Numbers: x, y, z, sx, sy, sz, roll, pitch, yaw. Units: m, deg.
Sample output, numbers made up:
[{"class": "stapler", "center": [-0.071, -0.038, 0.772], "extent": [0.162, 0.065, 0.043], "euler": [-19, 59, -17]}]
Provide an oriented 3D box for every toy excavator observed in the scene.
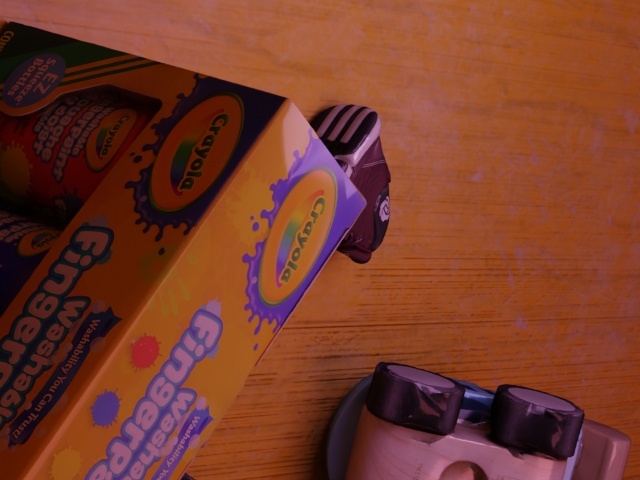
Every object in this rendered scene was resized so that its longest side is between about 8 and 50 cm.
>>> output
[{"class": "toy excavator", "center": [0.209, 0.258, 2.342], "extent": [0.433, 0.445, 0.222], "euler": [13, 97, -8]}]

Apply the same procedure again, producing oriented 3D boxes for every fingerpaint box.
[{"class": "fingerpaint box", "center": [-0.239, 0.054, 1.627], "extent": [0.445, 0.371, 0.163], "euler": [-56, 137, -17]}]

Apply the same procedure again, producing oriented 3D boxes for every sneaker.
[{"class": "sneaker", "center": [0.000, 0.000, 2.080], "extent": [0.281, 0.106, 0.162], "euler": [-52, 139, -22]}]

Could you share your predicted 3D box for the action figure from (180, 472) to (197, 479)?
[{"class": "action figure", "center": [-0.211, 0.324, 1.924], "extent": [0.275, 0.164, 0.141], "euler": [-18, 72, -50]}]

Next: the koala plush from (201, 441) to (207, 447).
[{"class": "koala plush", "center": [-0.228, 0.186, 1.801], "extent": [0.196, 0.221, 0.203], "euler": [-29, 124, -38]}]
